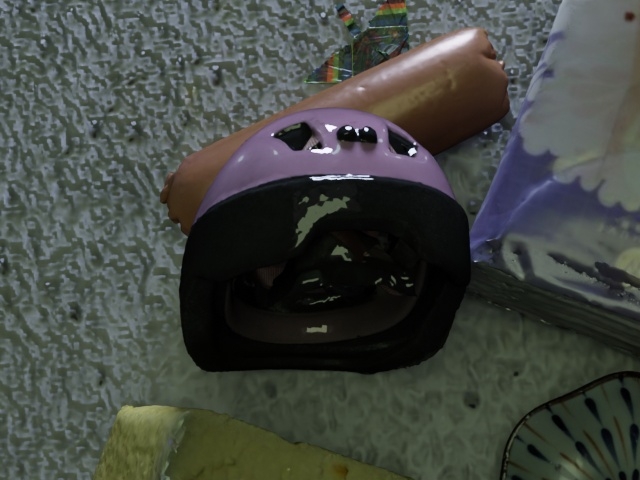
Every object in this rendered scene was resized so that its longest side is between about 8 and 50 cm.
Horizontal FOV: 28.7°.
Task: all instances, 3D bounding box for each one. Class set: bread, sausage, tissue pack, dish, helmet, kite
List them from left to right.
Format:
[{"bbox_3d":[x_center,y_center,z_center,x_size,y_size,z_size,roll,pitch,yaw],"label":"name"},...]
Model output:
[{"bbox_3d":[-0.067,0.268,0.907,0.236,0.198,0.263,21,78,-25],"label":"bread"},{"bbox_3d":[0.000,0.000,0.872,0.198,0.253,0.154,1,75,-11],"label":"helmet"},{"bbox_3d":[0.014,-0.076,0.978,0.289,0.086,0.086,-26,76,-3],"label":"sausage"},{"bbox_3d":[0.040,-0.162,1.036,0.122,0.004,0.090,-41,77,-6],"label":"kite"},{"bbox_3d":[0.217,0.192,0.887,0.190,0.066,0.191,-15,60,28],"label":"dish"},{"bbox_3d":[0.268,-0.087,0.938,0.242,0.125,0.344,20,76,10],"label":"tissue pack"}]
